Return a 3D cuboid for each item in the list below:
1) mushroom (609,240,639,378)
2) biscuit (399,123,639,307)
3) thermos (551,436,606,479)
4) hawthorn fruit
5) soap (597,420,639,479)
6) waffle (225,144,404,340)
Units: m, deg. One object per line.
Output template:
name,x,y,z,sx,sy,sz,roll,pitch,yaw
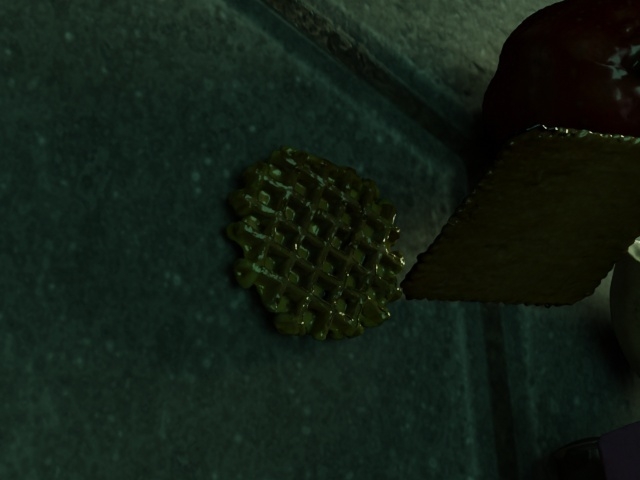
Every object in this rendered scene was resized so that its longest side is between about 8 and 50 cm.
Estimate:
mushroom,0.412,0.094,1.522,0.195,0.254,0.189,-55,141,-71
biscuit,0.213,-0.016,1.427,0.237,0.232,0.013,3,47,-34
thermos,0.275,0.280,1.469,0.137,0.105,0.193,14,58,-57
hawthorn fruit,0.268,-0.141,1.468,0.205,0.253,0.205,1,87,-15
soap,0.354,0.261,1.425,0.259,0.081,0.181,17,51,-56
waffle,-0.002,0.004,1.376,0.191,0.038,0.191,10,73,-33
